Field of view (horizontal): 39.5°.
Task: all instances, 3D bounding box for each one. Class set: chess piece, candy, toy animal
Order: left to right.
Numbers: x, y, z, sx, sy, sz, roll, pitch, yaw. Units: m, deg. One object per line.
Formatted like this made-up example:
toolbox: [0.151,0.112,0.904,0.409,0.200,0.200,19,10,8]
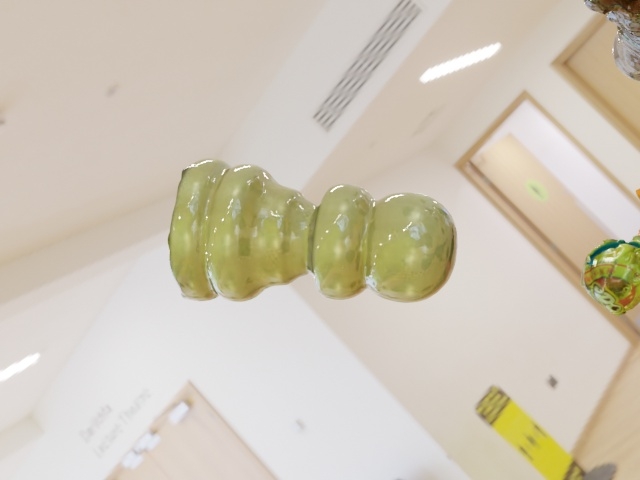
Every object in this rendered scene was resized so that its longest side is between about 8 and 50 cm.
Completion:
chess piece: [0.000,0.000,1.090,0.182,0.330,0.182,5,-90,-77]
toy animal: [0.509,-0.322,1.350,0.343,0.168,0.106,19,-88,-62]
candy: [0.387,-0.005,1.019,0.262,0.077,0.073,-33,-49,-33]

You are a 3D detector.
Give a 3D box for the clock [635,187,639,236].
clock: [0.585,-0.003,1.427,0.106,0.220,0.255,-25,40,29]
